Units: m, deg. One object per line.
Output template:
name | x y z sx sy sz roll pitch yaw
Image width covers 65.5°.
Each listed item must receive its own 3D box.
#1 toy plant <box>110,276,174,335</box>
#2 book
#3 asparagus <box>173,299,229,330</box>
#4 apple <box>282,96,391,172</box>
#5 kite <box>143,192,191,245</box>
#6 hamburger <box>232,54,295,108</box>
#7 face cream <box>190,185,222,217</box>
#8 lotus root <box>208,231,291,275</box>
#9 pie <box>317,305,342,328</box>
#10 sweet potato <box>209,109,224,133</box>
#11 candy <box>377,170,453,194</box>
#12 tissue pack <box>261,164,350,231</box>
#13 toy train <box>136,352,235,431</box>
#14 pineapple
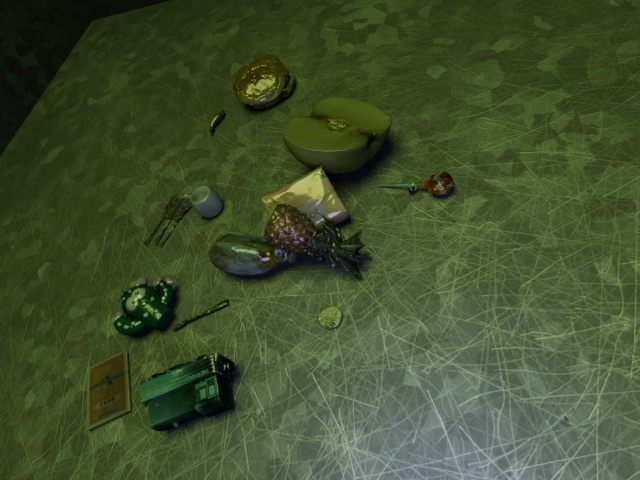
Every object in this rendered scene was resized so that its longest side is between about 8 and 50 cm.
toy plant | -0.656 0.240 1.850 0.243 0.112 0.233 -2 59 16
book | -0.749 0.523 1.757 0.170 0.018 0.242 -26 51 5
asparagus | -0.433 0.270 1.791 0.232 0.023 0.022 -26 7 5
apple | 0.063 -0.403 1.865 0.360 0.311 0.320 30 100 32
kite | -0.649 -0.089 2.138 0.152 0.015 0.285 10 60 32
hamburger | -0.274 -0.749 2.348 0.284 0.134 0.265 -29 49 5
face cream | -0.469 -0.158 2.046 0.117 0.104 0.117 -12 54 17
lotus root | -0.249 0.056 1.788 0.322 0.140 0.158 8 37 21
pie | 0.029 0.247 1.604 0.085 0.017 0.085 -11 55 17
sweet potato | -0.504 -0.570 2.389 0.041 0.038 0.153 -4 55 49
candy | 0.327 -0.199 1.752 0.287 0.084 0.078 4 63 34
tissue pack | -0.053 -0.116 1.793 0.256 0.123 0.215 -30 83 5
toy train | -0.418 0.482 1.568 0.330 0.138 0.178 -24 56 8
pineapple | 0.000 -0.002 1.654 0.364 0.165 0.166 20 65 3
